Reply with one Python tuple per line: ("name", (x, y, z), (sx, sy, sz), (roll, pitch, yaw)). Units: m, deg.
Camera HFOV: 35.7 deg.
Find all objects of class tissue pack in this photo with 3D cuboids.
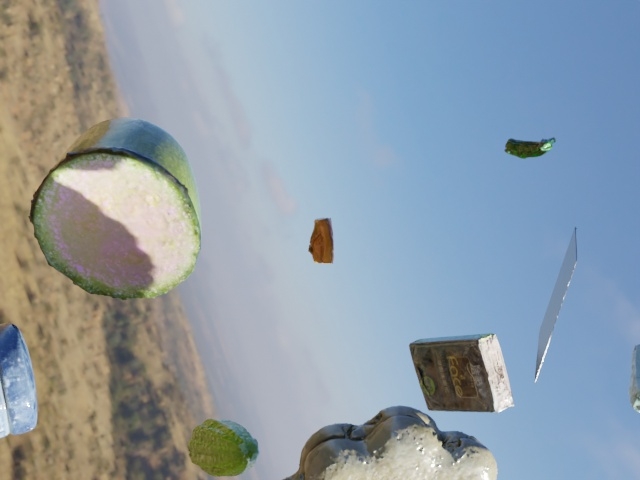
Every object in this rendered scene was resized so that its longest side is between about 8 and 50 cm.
("tissue pack", (0.315, 0.301, 2.239), (0.235, 0.073, 0.173), (-11, -85, 54))

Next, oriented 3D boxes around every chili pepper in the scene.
("chili pepper", (0.343, -0.147, 1.580), (0.118, 0.055, 0.035), (-163, -115, -68))

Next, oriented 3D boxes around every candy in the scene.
("candy", (-0.150, 0.338, 1.609), (0.209, 0.097, 0.096), (-18, -88, 66))

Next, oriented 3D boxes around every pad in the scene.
("pad", (0.317, 0.078, 1.334), (0.245, 0.006, 0.170), (-36, 142, -73))

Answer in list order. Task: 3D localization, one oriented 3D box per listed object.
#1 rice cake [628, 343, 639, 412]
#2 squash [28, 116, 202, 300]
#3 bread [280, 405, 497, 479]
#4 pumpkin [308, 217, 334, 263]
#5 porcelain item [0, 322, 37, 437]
("rice cake", (0.546, 0.230, 1.676), (0.245, 0.045, 0.042), (-37, 141, -67))
("squash", (-0.339, -0.093, 1.845), (0.309, 0.310, 0.310), (-76, 153, -60))
("bread", (0.080, 0.336, 1.413), (0.102, 0.337, 0.183), (-112, -175, -65))
("pumpkin", (0.000, -0.001, 1.493), (0.101, 0.035, 0.073), (162, -70, -83))
("porcelain item", (-0.428, 0.185, 1.282), (0.147, 0.114, 0.147), (170, -90, -68))
